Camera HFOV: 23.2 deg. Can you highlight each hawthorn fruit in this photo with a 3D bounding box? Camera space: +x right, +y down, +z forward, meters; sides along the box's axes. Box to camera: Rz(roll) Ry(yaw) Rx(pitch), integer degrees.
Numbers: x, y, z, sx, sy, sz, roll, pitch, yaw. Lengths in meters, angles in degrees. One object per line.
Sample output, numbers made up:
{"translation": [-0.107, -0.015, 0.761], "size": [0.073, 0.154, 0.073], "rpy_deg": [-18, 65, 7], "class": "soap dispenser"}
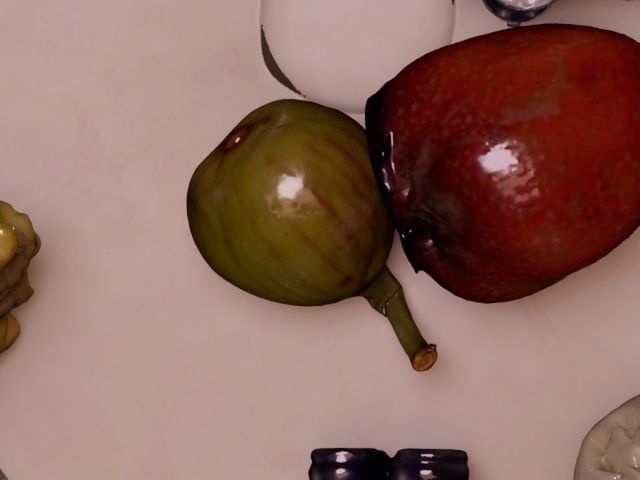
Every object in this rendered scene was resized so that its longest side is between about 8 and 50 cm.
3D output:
{"translation": [0.153, -0.065, 1.069], "size": [0.251, 0.189, 0.189], "rpy_deg": [-24, 91, -11], "class": "hawthorn fruit"}

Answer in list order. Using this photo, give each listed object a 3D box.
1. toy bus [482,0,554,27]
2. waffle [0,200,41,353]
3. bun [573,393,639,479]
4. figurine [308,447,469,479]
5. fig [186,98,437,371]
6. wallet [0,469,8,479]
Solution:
{"translation": [0.249, -0.221, 1.055], "size": [0.330, 0.144, 0.152], "rpy_deg": [2, 95, 4], "class": "toy bus"}
{"translation": [-0.329, 0.084, 1.068], "size": [0.151, 0.261, 0.324], "rpy_deg": [39, 99, 4], "class": "waffle"}
{"translation": [0.277, 0.200, 1.084], "size": [0.229, 0.145, 0.229], "rpy_deg": [0, 91, 7], "class": "bun"}
{"translation": [0.059, 0.318, 1.118], "size": [0.185, 0.204, 0.332], "rpy_deg": [-2, 65, 7], "class": "figurine"}
{"translation": [0.003, -0.015, 1.106], "size": [0.186, 0.148, 0.142], "rpy_deg": [31, 80, -35], "class": "fig"}
{"translation": [-0.296, 0.236, 1.188], "size": [0.155, 0.039, 0.110], "rpy_deg": [-37, 87, 6], "class": "wallet"}
